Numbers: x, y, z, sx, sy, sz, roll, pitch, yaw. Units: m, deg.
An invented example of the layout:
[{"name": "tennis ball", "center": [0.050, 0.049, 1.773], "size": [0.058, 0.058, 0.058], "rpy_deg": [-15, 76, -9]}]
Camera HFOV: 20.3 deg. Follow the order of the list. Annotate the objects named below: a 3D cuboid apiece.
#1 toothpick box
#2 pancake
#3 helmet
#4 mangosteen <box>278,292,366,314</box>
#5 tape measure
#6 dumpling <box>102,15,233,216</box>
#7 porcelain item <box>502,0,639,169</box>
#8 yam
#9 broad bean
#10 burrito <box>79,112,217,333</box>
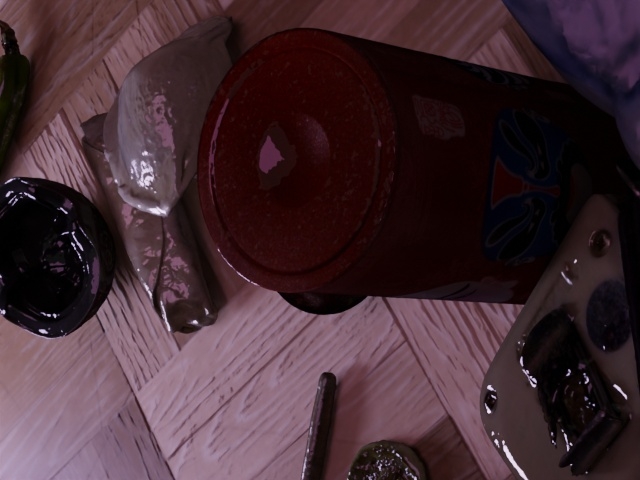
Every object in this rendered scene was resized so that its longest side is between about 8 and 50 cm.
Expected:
[{"name": "toothpick box", "center": [0.086, -0.051, 1.454], "size": [0.204, 0.333, 0.204], "rpy_deg": [-3, 85, 41]}, {"name": "pancake", "center": [0.061, 0.236, 1.664], "size": [0.108, 0.017, 0.108], "rpy_deg": [-2, 87, 37]}, {"name": "helmet", "center": [-0.284, 0.013, 1.926], "size": [0.153, 0.107, 0.177], "rpy_deg": [-45, 79, 26]}, {"name": "mangosteen", "center": [0.000, 0.000, 1.676], "size": [0.140, 0.140, 0.140], "rpy_deg": [-4, 84, 41]}, {"name": "tape measure", "center": [0.248, 0.103, 1.402], "size": [0.271, 0.133, 0.231], "rpy_deg": [-62, 38, 24]}, {"name": "dumpling", "center": [-0.158, -0.122, 1.809], "size": [0.166, 0.126, 0.216], "rpy_deg": [-17, 77, 42]}, {"name": "porcelain item", "center": [0.242, -0.258, 1.436], "size": [0.242, 0.178, 0.405], "rpy_deg": [-39, 63, 30]}, {"name": "yam", "center": [-0.002, 0.183, 1.719], "size": [0.021, 0.021, 0.116], "rpy_deg": [15, 97, 41]}, {"name": "broad bean", "center": [-0.400, -0.099, 2.068], "size": [0.098, 0.056, 0.318], "rpy_deg": [24, 97, 46]}, {"name": "burrito", "center": [-0.178, -0.026, 1.863], "size": [0.082, 0.059, 0.275], "rpy_deg": [-29, 68, 17]}]
